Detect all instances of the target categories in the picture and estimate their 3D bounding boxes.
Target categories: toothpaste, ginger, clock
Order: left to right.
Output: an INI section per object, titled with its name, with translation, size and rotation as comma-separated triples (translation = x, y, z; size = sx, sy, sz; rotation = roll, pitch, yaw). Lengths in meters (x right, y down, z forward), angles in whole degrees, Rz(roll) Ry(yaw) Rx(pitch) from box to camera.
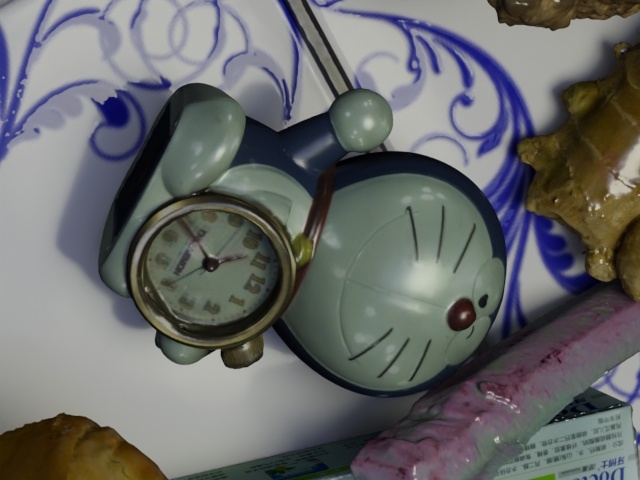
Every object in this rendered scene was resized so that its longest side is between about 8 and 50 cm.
[clock]
translation = 0.000, 0.000, 1.140
size = 0.243, 0.146, 0.199
rotation = 23, 105, -16
[toothpaste]
translation = 0.040, 0.163, 1.205
size = 0.336, 0.081, 0.067
rotation = -11, 101, -16
[ginger]
translation = 0.204, -0.067, 1.235
size = 0.081, 0.115, 0.205
rotation = 23, 82, -54

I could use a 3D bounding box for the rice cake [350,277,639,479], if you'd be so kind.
[rice cake]
translation = 0.140, 0.091, 1.182
size = 0.290, 0.081, 0.051
rotation = -28, 127, -37

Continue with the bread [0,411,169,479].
[bread]
translation = -0.171, 0.286, 1.090
size = 0.337, 0.148, 0.328
rotation = -32, 109, 15

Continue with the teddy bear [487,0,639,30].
[teddy bear]
translation = 0.195, -0.245, 1.134
size = 0.296, 0.222, 0.246
rotation = -33, 78, 1
